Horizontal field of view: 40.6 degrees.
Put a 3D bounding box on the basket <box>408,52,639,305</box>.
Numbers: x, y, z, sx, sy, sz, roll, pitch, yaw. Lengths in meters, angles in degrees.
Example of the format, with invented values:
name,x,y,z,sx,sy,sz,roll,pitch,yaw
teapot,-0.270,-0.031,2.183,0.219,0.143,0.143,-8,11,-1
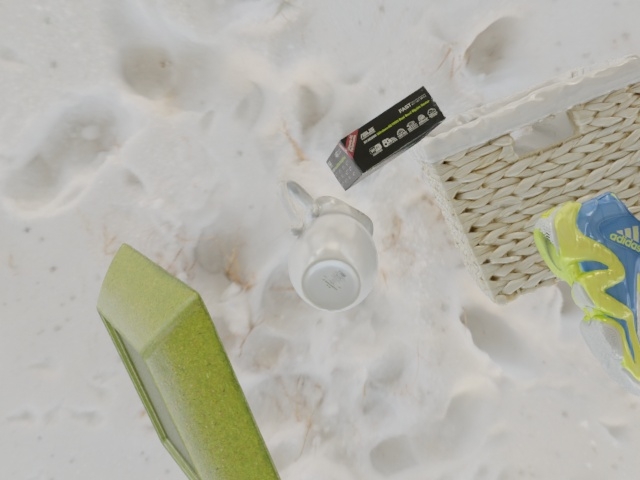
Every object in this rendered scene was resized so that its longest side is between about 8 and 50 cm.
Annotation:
name,x,y,z,sx,sy,sz,roll,pitch,yaw
basket,0.333,-0.100,1.330,0.328,0.331,0.266,-22,98,4

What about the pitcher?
name,x,y,z,sx,sy,sz,roll,pitch,yaw
pitcher,0.000,0.000,1.238,0.178,0.207,0.125,36,113,-14

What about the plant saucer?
name,x,y,z,sx,sy,sz,roll,pitch,yaw
plant saucer,-0.100,0.107,0.620,0.045,0.188,0.188,-28,111,-20

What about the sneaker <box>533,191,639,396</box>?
name,x,y,z,sx,sy,sz,roll,pitch,yaw
sneaker,0.344,0.053,0.970,0.126,0.091,0.240,-30,99,-3

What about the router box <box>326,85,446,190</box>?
name,x,y,z,sx,sy,sz,roll,pitch,yaw
router box,0.058,-0.093,0.813,0.092,0.122,0.038,-33,90,-7
